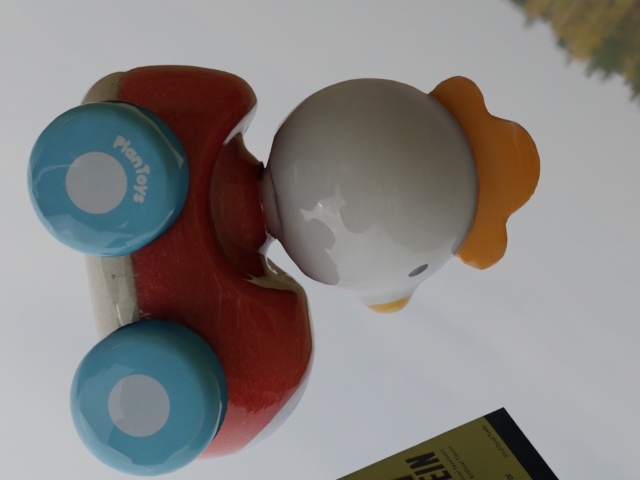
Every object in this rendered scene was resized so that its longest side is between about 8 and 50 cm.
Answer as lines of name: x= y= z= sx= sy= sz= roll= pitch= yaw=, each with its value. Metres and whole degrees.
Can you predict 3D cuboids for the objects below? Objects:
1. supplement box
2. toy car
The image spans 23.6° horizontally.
supplement box: x=0.036 y=0.113 z=0.490 sx=0.056 sy=0.083 sz=0.083 roll=54 pitch=158 yaw=43
toy car: x=0.000 y=0.000 z=0.801 sx=0.238 sy=0.210 sz=0.219 roll=-9 pitch=-176 yaw=8
